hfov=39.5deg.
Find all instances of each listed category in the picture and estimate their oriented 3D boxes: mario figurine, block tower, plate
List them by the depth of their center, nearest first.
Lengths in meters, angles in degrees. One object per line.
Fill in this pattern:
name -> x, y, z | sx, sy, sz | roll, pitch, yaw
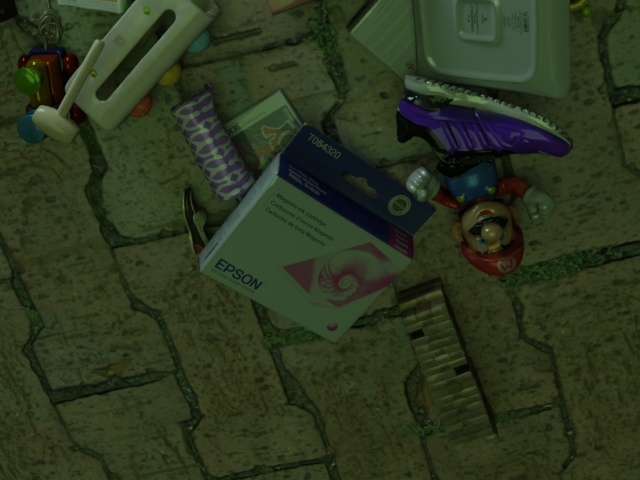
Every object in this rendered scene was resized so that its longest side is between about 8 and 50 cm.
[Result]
plate -> 0.256, -0.357, 1.410 | 0.277, 0.045, 0.277 | 14, 129, 32
mario figurine -> 0.281, -0.085, 1.559 | 0.198, 0.170, 0.321 | -9, 107, 45
block tower -> 0.250, 0.247, 1.745 | 0.097, 0.091, 0.336 | -20, 108, 13

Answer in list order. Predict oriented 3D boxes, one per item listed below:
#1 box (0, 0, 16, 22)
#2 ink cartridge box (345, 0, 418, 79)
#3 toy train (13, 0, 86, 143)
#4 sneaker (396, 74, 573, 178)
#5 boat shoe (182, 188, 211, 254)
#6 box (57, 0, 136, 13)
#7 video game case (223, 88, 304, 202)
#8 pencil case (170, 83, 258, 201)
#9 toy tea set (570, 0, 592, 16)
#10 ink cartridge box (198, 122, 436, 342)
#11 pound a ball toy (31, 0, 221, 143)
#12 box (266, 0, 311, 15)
box -> -0.634, -0.459, 1.489 | 0.166, 0.168, 0.203 | -1, 112, 6
ink cartridge box -> 0.157, -0.364, 1.541 | 0.179, 0.045, 0.145 | 34, 111, -28
toy train -> -0.492, -0.298, 1.556 | 0.105, 0.143, 0.248 | -1, 112, 5
sneaker -> 0.260, -0.166, 1.473 | 0.293, 0.102, 0.146 | 20, 104, 10
boat shoe -> -0.234, -0.037, 1.693 | 0.043, 0.049, 0.137 | -7, 114, 4
box -> -0.368, -0.494, 1.487 | 0.114, 0.103, 0.203 | 9, 113, 1
video game case -> -0.095, -0.149, 1.649 | 0.183, 0.023, 0.201 | -29, 107, 15
pencil case -> -0.186, -0.169, 1.594 | 0.088, 0.086, 0.206 | -34, 110, -20
toy tea set -> 0.305, -0.469, 1.429 | 0.200, 0.124, 0.336 | -30, 107, 16
ink cartridge box -> 0.000, 0.000, 1.632 | 0.324, 0.071, 0.330 | 30, 113, -25
pound a ball toy -> -0.317, -0.291, 1.510 | 0.135, 0.208, 0.319 | 42, 109, -12
box -> 0.006, -0.480, 1.449 | 0.232, 0.127, 0.149 | -18, 109, 12
